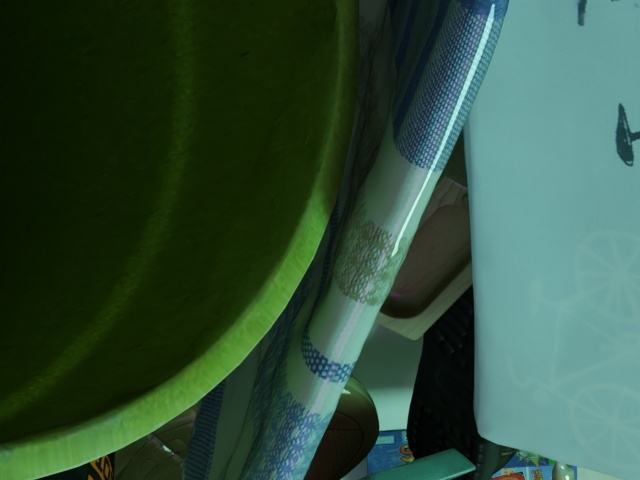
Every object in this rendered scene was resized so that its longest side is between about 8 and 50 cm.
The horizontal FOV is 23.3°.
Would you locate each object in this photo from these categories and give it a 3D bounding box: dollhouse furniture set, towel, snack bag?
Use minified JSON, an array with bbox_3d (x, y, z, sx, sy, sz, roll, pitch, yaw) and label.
[{"bbox_3d":[-0.002,0.022,0.753,0.151,0.123,0.144,28,135,-12],"label":"dollhouse furniture set"},{"bbox_3d":[0.000,0.000,0.585,0.034,0.209,0.285,20,117,-7],"label":"towel"},{"bbox_3d":[0.207,-0.004,0.632,0.342,0.037,0.323,11,124,28],"label":"snack bag"}]

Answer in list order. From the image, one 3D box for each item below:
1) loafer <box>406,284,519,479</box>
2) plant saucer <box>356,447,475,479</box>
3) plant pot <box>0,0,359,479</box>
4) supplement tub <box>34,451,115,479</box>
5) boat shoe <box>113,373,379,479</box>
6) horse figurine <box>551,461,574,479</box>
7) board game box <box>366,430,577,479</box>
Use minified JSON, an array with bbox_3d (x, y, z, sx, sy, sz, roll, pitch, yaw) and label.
[{"bbox_3d":[0.103,0.050,0.870,0.078,0.080,0.220,-31,151,-36],"label":"loafer"},{"bbox_3d":[0.027,0.154,0.931,0.067,0.018,0.192,-14,167,-21],"label":"plant saucer"},{"bbox_3d":[-0.239,-0.074,0.512,0.353,0.367,0.366,-20,140,41],"label":"plant pot"},{"bbox_3d":[-0.205,0.137,0.750,0.207,0.338,0.207,-1,143,0],"label":"supplement tub"},{"bbox_3d":[-0.099,0.124,0.955,0.285,0.089,0.105,-18,124,17],"label":"boat shoe"},{"bbox_3d":[0.219,0.045,0.813,0.263,0.066,0.175,-9,115,-16],"label":"horse figurine"},{"bbox_3d":[0.108,0.194,1.074,0.136,0.035,0.201,-4,142,5],"label":"board game box"}]
